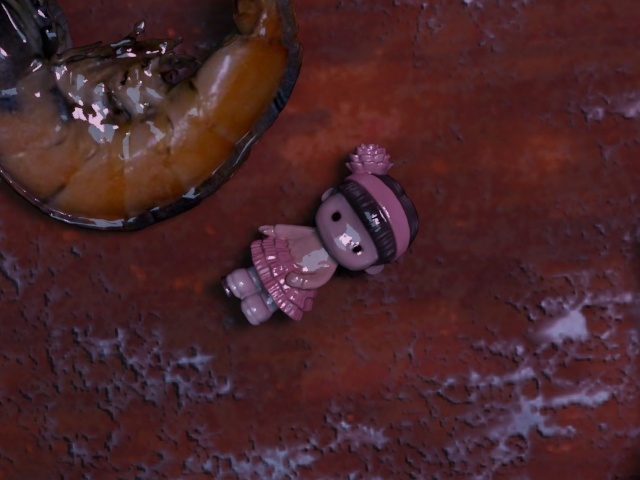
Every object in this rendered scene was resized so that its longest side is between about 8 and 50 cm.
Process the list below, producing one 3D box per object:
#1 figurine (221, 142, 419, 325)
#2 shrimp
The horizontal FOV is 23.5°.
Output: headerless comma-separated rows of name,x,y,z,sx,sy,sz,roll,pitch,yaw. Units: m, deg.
figurine,0.000,0.000,0.945,0.129,0.054,0.072,-33,77,10
shrimp,-0.134,-0.145,0.903,0.222,0.054,0.290,-28,109,13
